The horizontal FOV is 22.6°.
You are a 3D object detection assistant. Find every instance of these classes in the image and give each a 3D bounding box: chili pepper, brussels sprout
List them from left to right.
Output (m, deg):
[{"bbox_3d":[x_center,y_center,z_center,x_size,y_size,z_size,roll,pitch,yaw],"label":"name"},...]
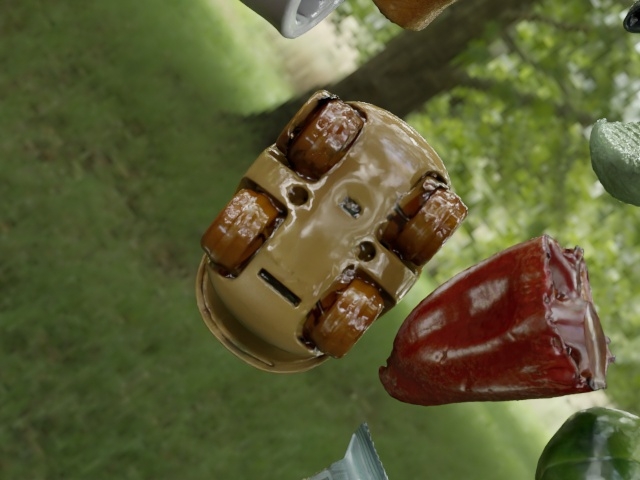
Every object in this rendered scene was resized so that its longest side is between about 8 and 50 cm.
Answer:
[{"bbox_3d":[0.150,0.087,1.518,0.144,0.252,0.136,57,41,-20],"label":"chili pepper"},{"bbox_3d":[0.264,0.227,1.482,0.155,0.117,0.155,44,37,-46],"label":"brussels sprout"}]

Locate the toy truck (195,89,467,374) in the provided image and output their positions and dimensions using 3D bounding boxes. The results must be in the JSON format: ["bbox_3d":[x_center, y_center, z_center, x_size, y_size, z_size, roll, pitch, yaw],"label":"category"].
[{"bbox_3d":[0.000,0.000,1.649,0.204,0.288,0.211,39,-8,1],"label":"toy truck"}]

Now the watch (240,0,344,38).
[{"bbox_3d":[-0.014,-0.266,1.053,0.196,0.231,0.244,40,13,6],"label":"watch"}]

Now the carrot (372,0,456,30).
[{"bbox_3d":[0.160,-0.381,1.988,0.159,0.225,0.159,24,51,-34],"label":"carrot"}]

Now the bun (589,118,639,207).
[{"bbox_3d":[0.465,-0.117,2.143,0.204,0.212,0.126,-97,175,-49],"label":"bun"}]

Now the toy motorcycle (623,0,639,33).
[{"bbox_3d":[0.518,-0.359,1.914,0.125,0.358,0.213,41,30,-51],"label":"toy motorcycle"}]

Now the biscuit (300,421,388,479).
[{"bbox_3d":[-0.030,0.366,1.852,0.079,0.309,0.186,25,36,-62],"label":"biscuit"}]
